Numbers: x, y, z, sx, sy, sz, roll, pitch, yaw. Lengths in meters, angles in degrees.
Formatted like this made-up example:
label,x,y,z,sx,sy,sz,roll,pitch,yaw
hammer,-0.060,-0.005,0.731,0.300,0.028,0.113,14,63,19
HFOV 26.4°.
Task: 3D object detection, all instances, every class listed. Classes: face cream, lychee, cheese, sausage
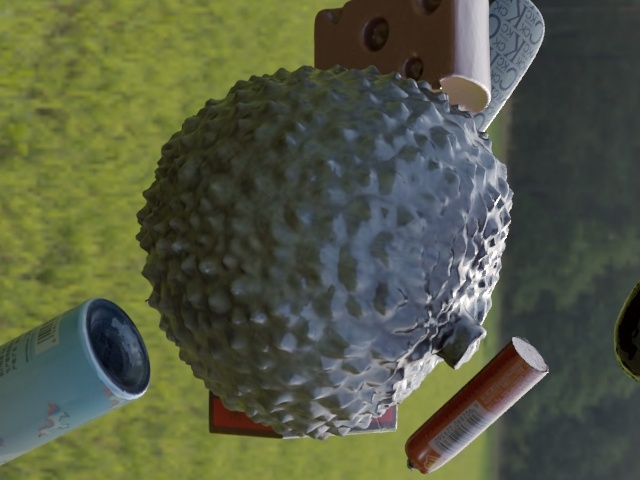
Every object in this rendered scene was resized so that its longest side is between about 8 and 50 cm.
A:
label,x,y,z,sx,sy,sz,roll,pitch,yaw
face cream,-0.227,0.117,0.927,0.075,0.229,0.075,49,25,-33
lychee,0.003,-0.002,1.003,0.300,0.300,0.300,1,90,-82
cheese,0.124,-0.203,1.538,0.177,0.203,0.128,8,78,-47
sausage,0.103,0.120,0.947,0.129,0.034,0.034,-48,-169,24

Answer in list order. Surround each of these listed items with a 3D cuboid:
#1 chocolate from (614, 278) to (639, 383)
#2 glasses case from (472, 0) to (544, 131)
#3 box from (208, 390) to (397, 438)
label,x,y,z,sx,sy,sz,roll,pitch,yaw
chocolate,0.285,0.055,0.979,0.080,0.149,0.125,-10,102,-73
glasses case,0.200,-0.218,2.036,0.354,0.137,0.085,-55,-142,5
box,-0.022,0.242,1.942,0.240,0.153,0.074,5,80,-46
